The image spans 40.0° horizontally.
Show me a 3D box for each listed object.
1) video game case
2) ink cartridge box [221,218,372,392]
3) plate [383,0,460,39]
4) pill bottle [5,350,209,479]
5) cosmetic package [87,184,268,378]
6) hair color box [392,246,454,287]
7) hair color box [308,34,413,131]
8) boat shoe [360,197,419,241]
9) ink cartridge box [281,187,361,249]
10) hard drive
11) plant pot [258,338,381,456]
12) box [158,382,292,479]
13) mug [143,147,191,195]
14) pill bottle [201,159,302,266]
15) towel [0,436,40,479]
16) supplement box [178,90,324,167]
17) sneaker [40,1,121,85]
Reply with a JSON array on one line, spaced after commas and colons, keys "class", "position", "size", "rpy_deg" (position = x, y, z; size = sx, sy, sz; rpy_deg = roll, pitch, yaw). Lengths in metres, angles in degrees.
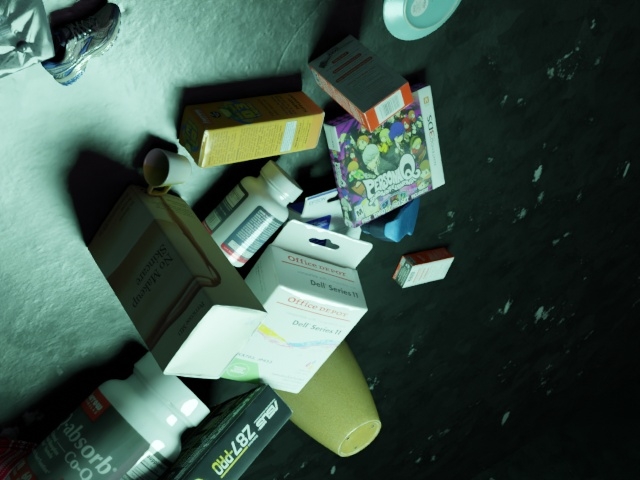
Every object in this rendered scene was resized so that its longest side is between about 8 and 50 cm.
[{"class": "video game case", "position": [0.126, -0.162, 1.663], "size": [0.232, 0.042, 0.210], "rpy_deg": [-26, 119, -26]}, {"class": "ink cartridge box", "position": [-0.053, 0.138, 1.730], "size": [0.207, 0.119, 0.353], "rpy_deg": [17, 128, -27]}, {"class": "plate", "position": [0.190, -0.428, 1.524], "size": [0.188, 0.024, 0.188], "rpy_deg": [-26, 144, -22]}, {"class": "pill bottle", "position": [-0.401, 0.400, 1.685], "size": [0.363, 0.210, 0.210], "rpy_deg": [-45, 147, -13]}, {"class": "cosmetic package", "position": [-0.236, 0.064, 1.413], "size": [0.129, 0.296, 0.153], "rpy_deg": [16, 117, -52]}, {"class": "hair color box", "position": [0.247, 0.064, 2.101], "size": [0.141, 0.043, 0.072], "rpy_deg": [-10, 135, -38]}, {"class": "hair color box", "position": [0.066, -0.262, 1.458], "size": [0.093, 0.167, 0.053], "rpy_deg": [-36, 144, -7]}, {"class": "boat shoe", "position": [0.145, -0.060, 1.803], "size": [0.258, 0.089, 0.109], "rpy_deg": [-12, 111, -73]}, {"class": "ink cartridge box", "position": [0.000, 0.000, 1.777], "size": [0.165, 0.065, 0.333], "rpy_deg": [-18, 141, -30]}, {"class": "hard drive", "position": [-0.429, -0.301, 1.041], "size": [0.172, 0.054, 0.255], "rpy_deg": [-28, 144, -18]}, {"class": "plant pot", "position": [0.021, 0.364, 2.030], "size": [0.237, 0.254, 0.237], "rpy_deg": [-27, 144, -22]}, {"class": "box", "position": [-0.268, 0.475, 1.766], "size": [0.318, 0.097, 0.395], "rpy_deg": [-31, -168, 50]}, {"class": "mug", "position": [-0.249, -0.114, 1.427], "size": [0.078, 0.062, 0.064], "rpy_deg": [-23, 168, 35]}, {"class": "pill bottle", "position": [-0.121, -0.051, 1.565], "size": [0.180, 0.108, 0.108], "rpy_deg": [-46, 145, 7]}, {"class": "towel", "position": [-0.602, 0.484, 1.760], "size": [0.199, 0.031, 0.275], "rpy_deg": [-46, 145, 8]}, {"class": "supplement box", "position": [-0.112, -0.186, 1.452], "size": [0.233, 0.078, 0.080], "rpy_deg": [-16, 138, -33]}, {"class": "sneaker", "position": [-0.323, -0.270, 1.182], "size": [0.135, 0.052, 0.058], "rpy_deg": [-47, 141, 8]}]
